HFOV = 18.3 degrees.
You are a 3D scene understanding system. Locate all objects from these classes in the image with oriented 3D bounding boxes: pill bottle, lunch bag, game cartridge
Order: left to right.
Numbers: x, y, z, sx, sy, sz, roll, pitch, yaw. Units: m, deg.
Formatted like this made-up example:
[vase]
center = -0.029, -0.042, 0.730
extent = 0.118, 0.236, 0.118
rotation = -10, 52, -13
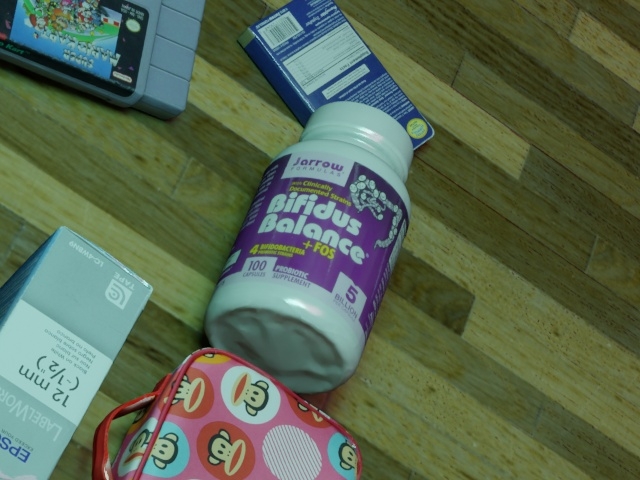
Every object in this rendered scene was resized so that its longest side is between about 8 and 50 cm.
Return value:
[game cartridge]
center = -0.282, -0.287, 2.114
extent = 0.355, 0.068, 0.230
rotation = 21, 62, -30
[lunch bag]
center = -0.113, 0.258, 1.939
extent = 0.258, 0.120, 0.293
rotation = 35, 53, -12
[pill bottle]
center = 0.000, 0.000, 2.116
extent = 0.169, 0.169, 0.302
rotation = 32, 53, -15

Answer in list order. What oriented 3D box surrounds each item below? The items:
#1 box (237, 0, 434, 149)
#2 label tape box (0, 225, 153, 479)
[box]
center = 0.020, -0.178, 2.307
extent = 0.136, 0.036, 0.225
rotation = -36, 87, -39
[label tape box]
center = -0.309, 0.185, 1.766
extent = 0.115, 0.249, 0.348
rotation = 34, 52, -13
